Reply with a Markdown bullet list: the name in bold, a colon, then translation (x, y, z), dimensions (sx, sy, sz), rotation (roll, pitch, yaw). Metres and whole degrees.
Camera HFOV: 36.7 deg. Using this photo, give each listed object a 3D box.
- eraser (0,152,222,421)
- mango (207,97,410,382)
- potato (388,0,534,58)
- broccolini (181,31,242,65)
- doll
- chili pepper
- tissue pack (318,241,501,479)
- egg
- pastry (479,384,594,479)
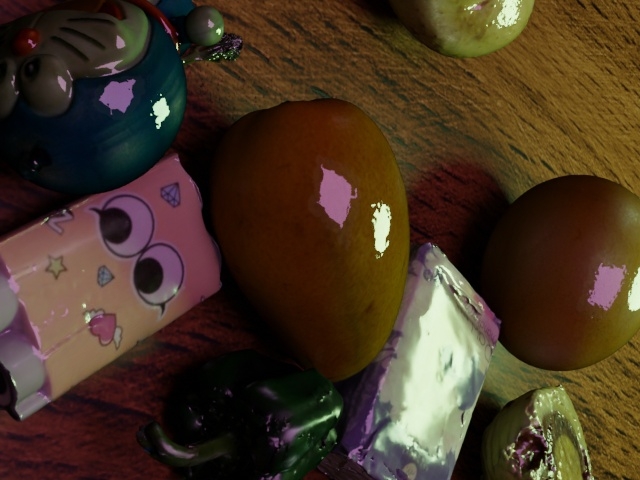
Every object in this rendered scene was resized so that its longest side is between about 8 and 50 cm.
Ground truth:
- **eraser**: translation (-0.238, 0.039, 1.006), dimensions (0.290, 0.087, 0.171), rotation (-34, 113, -43)
- **mango**: translation (0.000, 0.000, 1.174), dimensions (0.264, 0.221, 0.378), rotation (-59, 142, -50)
- **potato**: translation (0.217, -0.383, 1.422), dimensions (0.242, 0.242, 0.285), rotation (54, 34, -32)
- **broccolini**: translation (-0.148, -0.216, 1.156), dimensions (0.140, 0.030, 0.035), rotation (-33, 149, -38)
- **doll**: translation (-0.215, -0.170, 0.957), dimensions (0.322, 0.198, 0.186), rotation (-63, 144, -39)
- **chili pepper**: translation (-0.097, 0.223, 1.111), dimensions (0.261, 0.174, 0.165), rotation (-20, 130, -47)
- **tissue pack**: translation (0.121, 0.197, 1.371), dimensions (0.242, 0.125, 0.344), rotation (46, 56, -37)
- **egg**: translation (0.403, 0.051, 1.563), dimensions (0.282, 0.282, 0.351), rotation (55, 49, -32)
- **pastry**: translation (0.349, 0.372, 1.601), dimensions (0.256, 0.170, 0.237), rotation (53, 32, -22)
